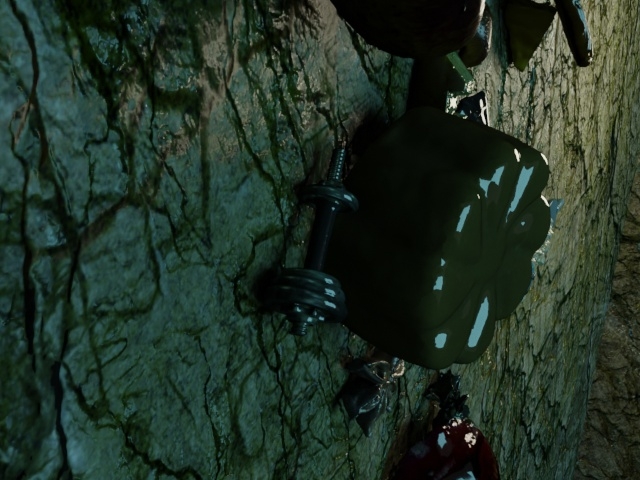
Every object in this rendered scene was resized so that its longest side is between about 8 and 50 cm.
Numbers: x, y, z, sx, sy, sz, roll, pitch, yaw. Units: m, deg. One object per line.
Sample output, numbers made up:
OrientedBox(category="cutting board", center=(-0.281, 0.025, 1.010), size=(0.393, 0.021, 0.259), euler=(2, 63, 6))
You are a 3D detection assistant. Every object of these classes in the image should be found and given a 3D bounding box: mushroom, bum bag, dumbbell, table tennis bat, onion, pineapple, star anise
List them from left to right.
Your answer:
OrientedBox(category="dumbbell", center=(0.000, 0.000, 1.203), size=(0.110, 0.110, 0.255), euler=(44, 56, -60))
OrientedBox(category="star anise", center=(0.088, 0.229, 1.520), size=(0.208, 0.063, 0.172), euler=(-40, 139, -56))
OrientedBox(category="onion", center=(0.241, 0.501, 1.760), size=(0.314, 0.146, 0.280), euler=(-42, 129, -15))
OrientedBox(category="mushroom", center=(0.153, -0.379, 1.096), size=(0.334, 0.356, 0.331), euler=(-106, -154, -43))
OrientedBox(category="pineapple", center=(0.271, 0.379, 1.909), size=(0.125, 0.125, 0.251), euler=(-45, 129, -47))
OrientedBox(category="mushroom", center=(0.244, -0.352, 1.561), size=(0.127, 0.087, 0.127), euler=(0, 90, -84))
OrientedBox(category="bum bag", center=(0.273, -0.117, 1.693), size=(0.144, 0.095, 0.340), euler=(-42, 138, -27))
OrientedBox(category="table tennis bat", center=(0.611, -0.069, 2.462), size=(0.155, 0.019, 0.100), euler=(-44, 138, -46))

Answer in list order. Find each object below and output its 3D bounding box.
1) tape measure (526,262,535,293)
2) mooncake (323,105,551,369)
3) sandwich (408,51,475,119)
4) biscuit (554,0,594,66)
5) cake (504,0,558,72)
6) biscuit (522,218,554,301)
OrientedBox(category="tape measure", center=(0.384, 0.072, 1.968), size=(0.146, 0.081, 0.125), euler=(-17, 116, -17))
OrientedBox(category="mooncake", center=(0.183, 0.002, 1.362), size=(0.378, 0.200, 0.378), euler=(-34, 139, -36))
OrientedBox(category="sandwich", center=(0.195, -0.215, 1.498), size=(0.090, 0.088, 0.245), euler=(-12, 112, -65))
OrientedBox(category="biscuit", center=(0.467, -0.487, 1.804), size=(0.318, 0.040, 0.318), euler=(-18, 90, -75))
OrientedBox(category="cake", center=(0.391, -0.415, 1.858), size=(0.080, 0.116, 0.185), euler=(-64, -177, -16))
OrientedBox(category="biscuit", center=(0.460, -0.006, 2.124), size=(0.281, 0.084, 0.179), euler=(-51, 139, -45))
